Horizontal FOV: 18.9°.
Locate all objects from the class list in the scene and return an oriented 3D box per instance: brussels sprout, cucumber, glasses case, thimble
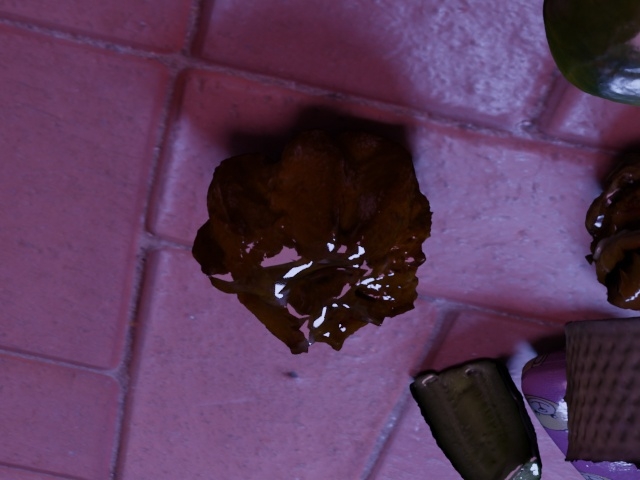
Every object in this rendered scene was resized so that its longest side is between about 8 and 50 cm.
[{"bbox_3d":[0.272,-0.181,1.543,0.180,0.144,0.162,-21,121,4],"label":"brussels sprout"},{"bbox_3d":[0.191,0.209,2.175,0.115,0.193,0.085,-41,131,15],"label":"cucumber"},{"bbox_3d":[0.332,0.215,2.197,0.123,0.076,0.316,-10,143,27],"label":"glasses case"},{"bbox_3d":[0.381,0.152,1.928,0.270,0.150,0.271,-1,176,0],"label":"thimble"}]

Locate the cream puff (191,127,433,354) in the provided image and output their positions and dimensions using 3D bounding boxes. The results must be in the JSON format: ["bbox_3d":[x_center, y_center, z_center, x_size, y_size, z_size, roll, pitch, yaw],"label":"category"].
[{"bbox_3d":[0.000,0.000,1.887,0.241,0.155,0.269,-9,137,18],"label":"cream puff"}]

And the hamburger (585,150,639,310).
[{"bbox_3d":[0.355,0.008,1.829,0.206,0.130,0.183,15,149,-14],"label":"hamburger"}]
